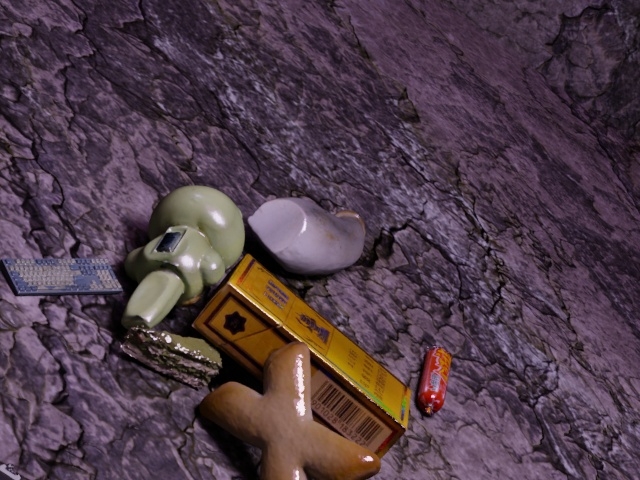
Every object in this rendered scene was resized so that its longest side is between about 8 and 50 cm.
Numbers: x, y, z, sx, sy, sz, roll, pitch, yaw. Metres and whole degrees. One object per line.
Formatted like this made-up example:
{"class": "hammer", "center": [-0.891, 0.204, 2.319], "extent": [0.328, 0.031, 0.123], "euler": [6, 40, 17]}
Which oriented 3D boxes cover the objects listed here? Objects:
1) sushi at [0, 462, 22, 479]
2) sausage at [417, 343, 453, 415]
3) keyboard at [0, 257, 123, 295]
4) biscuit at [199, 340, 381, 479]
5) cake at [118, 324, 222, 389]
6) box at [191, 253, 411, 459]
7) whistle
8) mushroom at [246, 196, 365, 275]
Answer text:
{"class": "sushi", "center": [-0.329, 0.281, 1.635], "extent": [0.120, 0.026, 0.126], "euler": [51, 29, 20]}
{"class": "sausage", "center": [0.167, 0.212, 2.344], "extent": [0.145, 0.048, 0.050], "euler": [-70, 147, -59]}
{"class": "keyboard", "center": [-0.326, 0.045, 1.994], "extent": [0.176, 0.014, 0.055], "euler": [1, 51, -51]}
{"class": "biscuit", "center": [-0.043, 0.238, 1.930], "extent": [0.208, 0.164, 0.047], "euler": [57, 1, 30]}
{"class": "cake", "center": [-0.187, 0.146, 1.979], "extent": [0.140, 0.051, 0.055], "euler": [17, 34, -43]}
{"class": "box", "center": [-0.020, 0.157, 2.096], "extent": [0.301, 0.084, 0.193], "euler": [40, 10, -3]}
{"class": "whistle", "center": [-0.185, 0.038, 2.098], "extent": [0.141, 0.141, 0.294], "euler": [34, 48, -15]}
{"class": "mushroom", "center": [0.000, 0.000, 2.392], "extent": [0.118, 0.103, 0.270], "euler": [58, 22, 21]}
